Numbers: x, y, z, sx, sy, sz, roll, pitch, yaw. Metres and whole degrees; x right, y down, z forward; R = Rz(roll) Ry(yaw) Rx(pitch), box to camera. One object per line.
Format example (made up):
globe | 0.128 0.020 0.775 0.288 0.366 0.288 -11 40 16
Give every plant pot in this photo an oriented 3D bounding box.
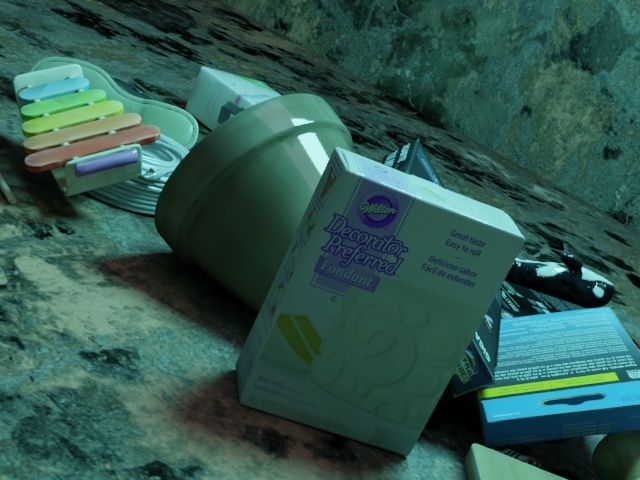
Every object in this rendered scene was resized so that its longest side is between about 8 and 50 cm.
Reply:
plant pot | -0.032 -0.006 1.496 0.280 0.323 0.323 51 26 21

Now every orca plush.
orca plush | 0.479 0.095 2.172 0.287 0.151 0.102 27 49 -5

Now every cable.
cable | -0.324 -0.134 1.754 0.257 0.089 0.257 34 19 30

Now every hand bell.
hand bell | 0.437 0.370 1.356 0.126 0.126 0.242 24 29 -4

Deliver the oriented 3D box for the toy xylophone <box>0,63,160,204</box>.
toy xylophone | -0.403 -0.159 1.570 0.236 0.081 0.323 -23 43 -29

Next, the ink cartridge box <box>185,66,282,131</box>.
ink cartridge box | -0.123 -0.263 2.339 0.207 0.119 0.353 5 26 -48

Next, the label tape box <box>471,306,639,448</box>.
label tape box | 0.339 0.213 1.457 0.241 0.105 0.333 -8 17 5

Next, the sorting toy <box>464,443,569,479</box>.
sorting toy | 0.278 0.368 1.127 0.255 0.089 0.257 23 18 -7

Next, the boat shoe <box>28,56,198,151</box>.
boat shoe | -0.392 -0.244 1.951 0.340 0.127 0.113 18 -12 0

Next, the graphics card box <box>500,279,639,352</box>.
graphics card box | 0.419 0.176 1.861 0.371 0.094 0.233 19 19 -24

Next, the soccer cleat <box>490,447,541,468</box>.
soccer cleat | 0.268 0.302 1.404 0.083 0.029 0.035 11 26 -26

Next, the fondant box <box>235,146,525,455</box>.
fondant box | 0.065 0.082 1.261 0.238 0.330 0.096 20 18 -15

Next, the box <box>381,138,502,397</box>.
box | 0.168 0.029 1.470 0.295 0.073 0.293 60 19 -13
